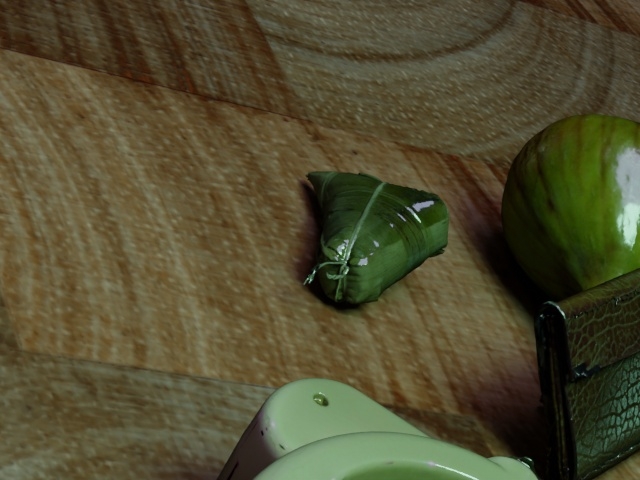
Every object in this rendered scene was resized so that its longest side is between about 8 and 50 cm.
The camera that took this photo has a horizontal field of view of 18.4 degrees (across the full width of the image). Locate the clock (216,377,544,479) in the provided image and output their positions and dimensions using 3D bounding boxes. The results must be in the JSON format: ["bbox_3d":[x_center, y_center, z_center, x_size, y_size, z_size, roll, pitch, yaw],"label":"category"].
[{"bbox_3d":[0.041,0.221,0.994,0.284,0.114,0.309,34,30,3],"label":"clock"}]

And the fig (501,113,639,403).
[{"bbox_3d":[0.194,0.010,1.439,0.151,0.151,0.259,30,34,-3],"label":"fig"}]

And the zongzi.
[{"bbox_3d":[0.000,0.000,1.386,0.130,0.062,0.154,23,38,30],"label":"zongzi"}]

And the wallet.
[{"bbox_3d":[0.221,0.085,1.366,0.039,0.132,0.243,5,12,34],"label":"wallet"}]
